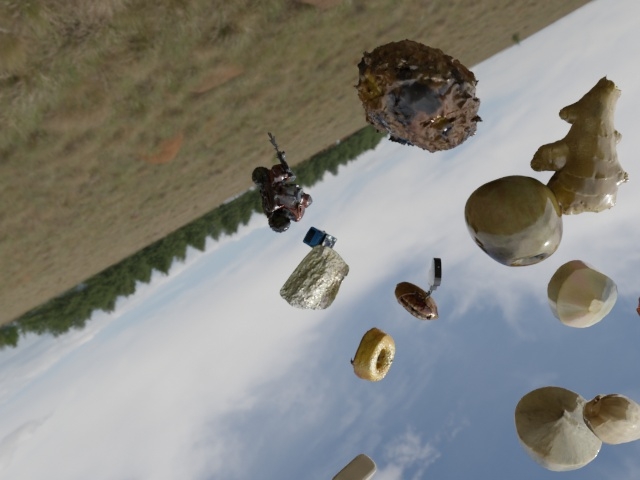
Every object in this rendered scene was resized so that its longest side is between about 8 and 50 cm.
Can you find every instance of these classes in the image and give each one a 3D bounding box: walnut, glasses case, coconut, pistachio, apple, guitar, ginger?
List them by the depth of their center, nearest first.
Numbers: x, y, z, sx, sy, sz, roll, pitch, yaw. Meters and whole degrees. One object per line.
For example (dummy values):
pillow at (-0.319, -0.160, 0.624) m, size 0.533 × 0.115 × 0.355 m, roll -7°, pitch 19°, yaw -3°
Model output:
apple at (0.533, -0.048, 1.496) m, size 0.257 × 0.233 × 0.256 m, roll -7°, pitch 162°, yaw -2°
ginger at (0.728, -0.259, 1.528) m, size 0.237 × 0.374 × 0.166 m, roll -4°, pitch 169°, yaw 34°
guitar at (0.352, 0.133, 1.710) m, size 0.025 × 0.088 × 0.233 m, roll 3°, pitch 153°, yaw 2°
pistachio at (0.943, 0.568, 1.717) m, size 0.157 × 0.230 × 0.157 m, roll -43°, pitch -141°, yaw 50°
glasses case at (0.109, 0.787, 1.797) m, size 0.196 × 0.083 × 0.050 m, roll -18°, pitch 135°, yaw -48°
coconut at (0.861, 0.685, 1.964) m, size 0.329 × 0.328 × 0.329 m, roll -30°, pitch -172°, yaw 5°
coconut at (0.991, 0.206, 2.054) m, size 0.259 × 0.259 × 0.259 m, roll -30°, pitch -172°, yaw 5°
walnut at (0.377, 0.240, 2.115) m, size 0.115 × 0.207 × 0.115 m, roll -48°, pitch 168°, yaw -14°

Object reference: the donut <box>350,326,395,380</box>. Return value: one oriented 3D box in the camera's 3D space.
donut at (0.248, 0.530, 2.501) m, size 0.119 × 0.253 × 0.253 m, roll 11°, pitch -145°, yaw 38°

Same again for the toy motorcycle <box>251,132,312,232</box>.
toy motorcycle at (-0.155, -0.222, 2.079) m, size 0.207 × 0.400 × 0.134 m, roll -14°, pitch 159°, yaw -25°

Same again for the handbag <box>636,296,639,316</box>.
handbag at (1.260, 0.262, 1.921) m, size 0.213 × 0.059 × 0.157 m, roll -3°, pitch -146°, yaw 11°

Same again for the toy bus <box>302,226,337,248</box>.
toy bus at (0.000, 0.000, 2.353) m, size 0.090 × 0.106 × 0.185 m, roll -61°, pitch 164°, yaw 2°

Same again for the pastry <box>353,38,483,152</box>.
pastry at (0.306, -0.417, 1.609) m, size 0.292 × 0.406 × 0.337 m, roll -63°, pitch -145°, yaw 26°

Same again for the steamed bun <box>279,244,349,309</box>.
steamed bun at (-0.005, 0.129, 1.827) m, size 0.225 × 0.170 × 0.200 m, roll -54°, pitch 171°, yaw 8°
